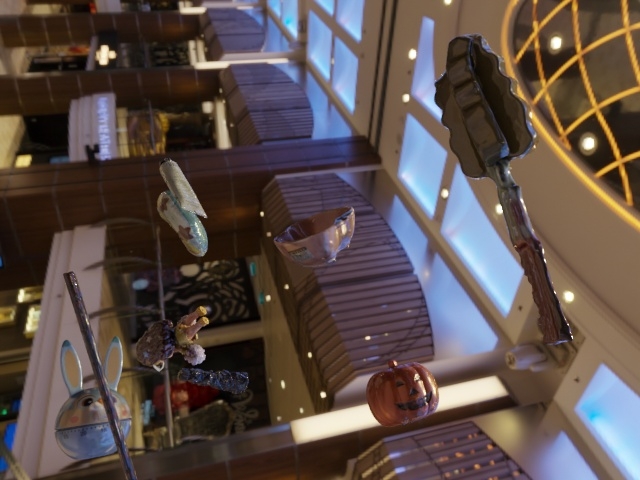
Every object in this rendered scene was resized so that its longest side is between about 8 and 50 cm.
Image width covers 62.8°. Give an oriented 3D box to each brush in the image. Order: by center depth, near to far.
[{"bbox_3d":[0.176,-0.052,0.492,0.084,0.071,0.301,106,-28,-69],"label":"brush"}]

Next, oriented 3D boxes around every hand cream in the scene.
[{"bbox_3d":[-0.371,-0.140,1.386,0.050,0.080,0.234,-51,-128,17],"label":"hand cream"}]

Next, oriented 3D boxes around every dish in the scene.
[{"bbox_3d":[0.000,0.000,1.266,0.090,0.213,0.213,69,-11,-14],"label":"dish"}]

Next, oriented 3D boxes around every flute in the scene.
[{"bbox_3d":[-0.247,0.165,0.596,0.014,0.014,0.269,-168,-117,-75],"label":"flute"}]

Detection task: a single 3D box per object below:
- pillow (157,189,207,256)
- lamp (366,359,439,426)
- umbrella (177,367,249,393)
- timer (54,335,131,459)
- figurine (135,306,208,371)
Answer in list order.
[{"bbox_3d":[-0.429,-0.050,1.644,0.233,0.086,0.214,50,-20,10],"label":"pillow"},{"bbox_3d":[0.209,0.389,1.358,0.187,0.188,0.164,115,-41,-65],"label":"lamp"},{"bbox_3d":[-0.340,0.435,1.653,0.080,0.224,0.071,-62,-149,21],"label":"umbrella"},{"bbox_3d":[-0.499,0.359,1.165,0.175,0.175,0.255,-165,-100,-75],"label":"timer"},{"bbox_3d":[-0.420,0.281,1.511,0.116,0.240,0.174,56,7,-47],"label":"figurine"}]
